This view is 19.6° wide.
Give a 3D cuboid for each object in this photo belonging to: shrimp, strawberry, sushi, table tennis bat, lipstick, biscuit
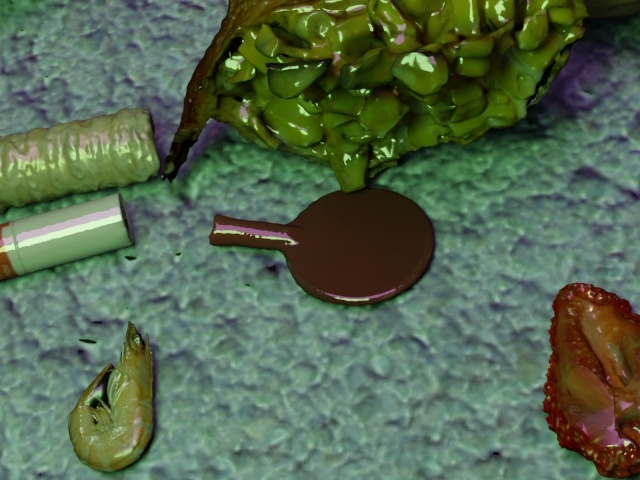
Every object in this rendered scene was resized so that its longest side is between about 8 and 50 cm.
[{"bbox_3d":[-0.136,0.102,1.202,0.059,0.023,0.108,-15,51,13],"label":"shrimp"},{"bbox_3d":[0.181,0.082,1.126,0.104,0.048,0.152,-20,55,-7],"label":"strawberry"},{"bbox_3d":[0.030,-0.116,1.224,0.296,0.167,0.179,1,51,12],"label":"sushi"},{"bbox_3d":[0.000,0.000,1.246,0.154,0.019,0.098,6,54,15],"label":"table tennis bat"},{"bbox_3d":[-0.196,0.002,1.277,0.130,0.038,0.038,-15,52,2],"label":"lipstick"},{"bbox_3d":[-0.219,-0.047,1.308,0.219,0.055,0.061,-13,56,4],"label":"biscuit"}]

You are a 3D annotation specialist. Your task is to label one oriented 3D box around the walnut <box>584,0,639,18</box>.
[{"bbox_3d":[0.213,-0.257,1.283,0.213,0.213,0.213,-6,53,9],"label":"walnut"}]
